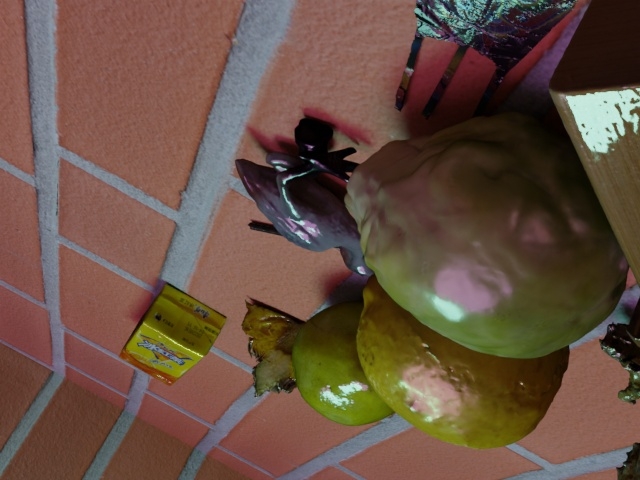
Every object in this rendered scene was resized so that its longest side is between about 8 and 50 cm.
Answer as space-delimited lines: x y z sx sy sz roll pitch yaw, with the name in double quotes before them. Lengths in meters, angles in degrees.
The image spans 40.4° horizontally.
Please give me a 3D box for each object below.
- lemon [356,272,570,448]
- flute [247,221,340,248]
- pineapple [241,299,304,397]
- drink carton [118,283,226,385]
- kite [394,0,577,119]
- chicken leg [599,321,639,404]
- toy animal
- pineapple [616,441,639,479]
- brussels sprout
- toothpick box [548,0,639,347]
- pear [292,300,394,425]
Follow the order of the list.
"lemon" 0.185 0.139 1.153 0.284 0.260 0.260 57 148 -7
"flute" 0.000 0.000 1.340 0.270 0.014 0.014 12 150 29
"pineapple" -0.063 0.250 1.693 0.250 0.164 0.140 21 161 5
"drink carton" -0.338 0.220 1.951 0.155 0.111 0.351 31 152 -9
"kite" 0.142 -0.188 0.864 0.152 0.015 0.285 25 154 5
"chicken leg" 0.444 0.181 1.164 0.228 0.088 0.103 32 166 -17
"toy animal" 0.000 -0.031 1.197 0.195 0.090 0.324 11 147 31
"pineapple" 0.487 0.211 1.024 0.166 0.165 0.364 23 126 9
"brussels sprout" 0.181 -0.009 0.925 0.317 0.242 0.274 33 178 0
"toothpick box" 0.333 -0.062 0.737 0.188 0.190 0.308 3 140 44
"pear" 0.056 0.203 1.438 0.212 0.212 0.269 31 158 -7
